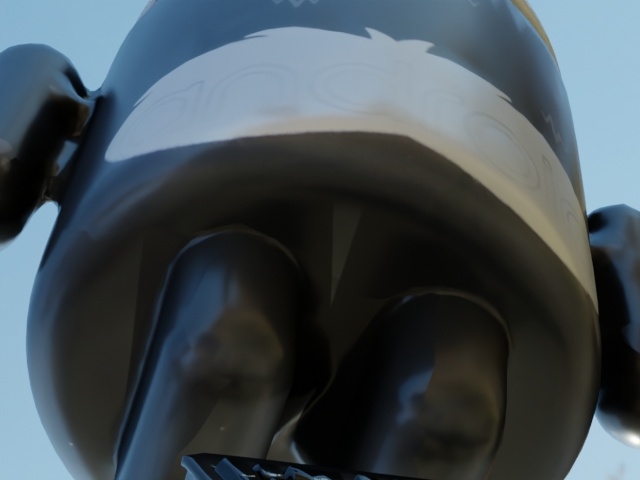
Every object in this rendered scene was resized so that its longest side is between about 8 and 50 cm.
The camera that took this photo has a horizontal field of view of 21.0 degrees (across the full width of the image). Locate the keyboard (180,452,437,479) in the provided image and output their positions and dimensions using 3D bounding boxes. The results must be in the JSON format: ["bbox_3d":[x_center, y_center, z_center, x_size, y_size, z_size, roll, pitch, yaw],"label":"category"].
[{"bbox_3d":[0.073,0.068,0.372,0.192,0.100,0.038,10,-72,-29],"label":"keyboard"}]

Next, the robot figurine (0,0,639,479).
[{"bbox_3d":[0.001,0.002,0.562,0.209,0.174,0.278,52,-158,-24],"label":"robot figurine"}]
